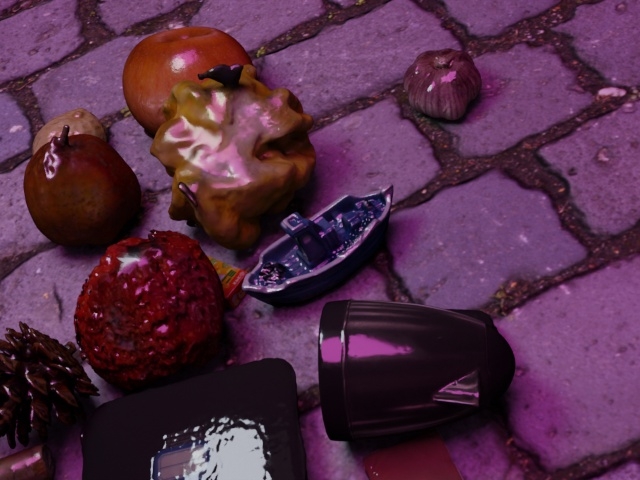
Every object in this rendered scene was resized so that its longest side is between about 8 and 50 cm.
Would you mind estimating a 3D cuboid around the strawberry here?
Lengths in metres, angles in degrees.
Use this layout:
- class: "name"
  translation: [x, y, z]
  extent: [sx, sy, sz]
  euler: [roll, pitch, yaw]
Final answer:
- class: "strawberry"
  translation: [-0.287, 0.095, 1.696]
  extent: [0.274, 0.220, 0.274]
  euler: [-17, 47, 19]

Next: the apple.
- class: "apple"
  translation: [-0.253, -0.313, 2.054]
  extent: [0.252, 0.206, 0.272]
  euler: [-33, 35, -26]

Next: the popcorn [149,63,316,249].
- class: "popcorn"
  translation: [-0.166, -0.159, 1.877]
  extent: [0.297, 0.281, 0.316]
  euler: [40, 84, 8]

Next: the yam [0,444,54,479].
- class: "yam"
  translation: [-0.597, 0.414, 1.638]
  extent: [0.372, 0.083, 0.083]
  euler: [-21, 47, 2]

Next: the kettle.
- class: "kettle"
  translation: [0.147, 0.187, 1.524]
  extent: [0.271, 0.251, 0.207]
  euler: [-3, 78, 10]

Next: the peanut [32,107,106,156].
- class: "peanut"
  translation: [-0.505, -0.196, 2.111]
  extent: [0.141, 0.109, 0.159]
  euler: [17, 65, -3]

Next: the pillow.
- class: "pillow"
  translation: [0.151, 0.367, 1.440]
  extent: [0.126, 0.043, 0.232]
  euler: [-24, 45, -6]

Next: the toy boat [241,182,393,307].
- class: "toy boat"
  translation: [0.000, 0.000, 1.746]
  extent: [0.309, 0.142, 0.129]
  euler: [-34, 46, -10]

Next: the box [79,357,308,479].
- class: "box"
  translation: [-0.186, 0.353, 1.541]
  extent: [0.359, 0.091, 0.350]
  euler: [-16, 46, 6]

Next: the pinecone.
- class: "pinecone"
  translation: [-0.459, 0.235, 1.650]
  extent: [0.208, 0.207, 0.207]
  euler: [-10, 48, 11]

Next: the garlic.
- class: "garlic"
  translation: [0.227, -0.301, 1.954]
  extent: [0.147, 0.102, 0.159]
  euler: [-3, 49, 18]

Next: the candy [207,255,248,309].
- class: "candy"
  translation: [-0.184, 0.070, 1.819]
  extent: [0.122, 0.038, 0.062]
  euler: [20, 59, 32]

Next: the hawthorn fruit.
- class: "hawthorn fruit"
  translation: [-0.449, -0.112, 1.928]
  extent: [0.208, 0.248, 0.208]
  euler: [-7, 44, 7]
